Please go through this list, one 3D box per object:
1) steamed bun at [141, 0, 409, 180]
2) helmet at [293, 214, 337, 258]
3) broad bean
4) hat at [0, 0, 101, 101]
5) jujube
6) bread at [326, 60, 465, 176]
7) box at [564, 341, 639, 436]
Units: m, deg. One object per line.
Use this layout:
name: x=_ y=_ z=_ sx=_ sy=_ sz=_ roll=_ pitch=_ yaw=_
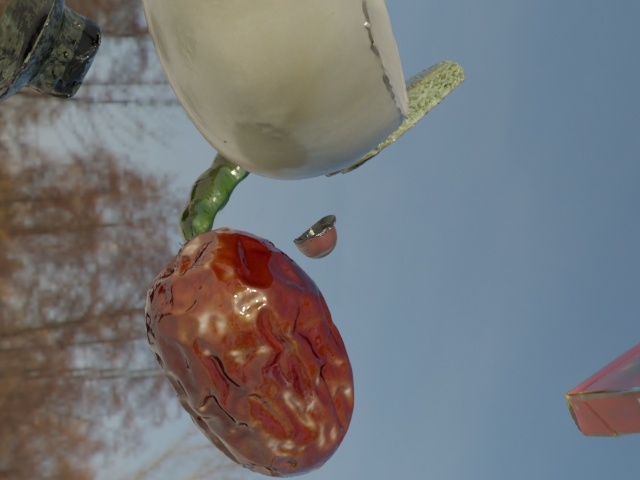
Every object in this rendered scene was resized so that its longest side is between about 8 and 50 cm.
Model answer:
steamed bun: x=-0.049 y=-0.209 z=1.083 sx=0.324 sy=0.206 sz=0.324 roll=-15 pitch=90 yaw=-79
helmet: x=0.002 y=0.000 z=1.868 sx=0.065 sy=0.084 sz=0.049 roll=-10 pitch=-66 yaw=57
broad bean: x=-0.137 y=-0.069 z=1.555 sx=0.254 sy=0.065 sz=0.046 roll=-64 pitch=148 yaw=-42
hat: x=-0.398 y=-0.283 z=1.734 sx=0.265 sy=0.128 sz=0.266 roll=-40 pitch=-143 yaw=41
jujube: x=-0.062 y=0.107 z=1.109 sx=0.250 sy=0.174 sz=0.174 roll=60 pitch=-11 yaw=-22
bread: x=0.087 y=-0.178 z=1.753 sx=0.207 sy=0.286 sz=0.056 roll=-22 pitch=-75 yaw=48
box: x=0.308 y=0.125 z=1.019 sx=0.048 sy=0.112 sz=0.175 roll=62 pitch=-24 yaw=-2
